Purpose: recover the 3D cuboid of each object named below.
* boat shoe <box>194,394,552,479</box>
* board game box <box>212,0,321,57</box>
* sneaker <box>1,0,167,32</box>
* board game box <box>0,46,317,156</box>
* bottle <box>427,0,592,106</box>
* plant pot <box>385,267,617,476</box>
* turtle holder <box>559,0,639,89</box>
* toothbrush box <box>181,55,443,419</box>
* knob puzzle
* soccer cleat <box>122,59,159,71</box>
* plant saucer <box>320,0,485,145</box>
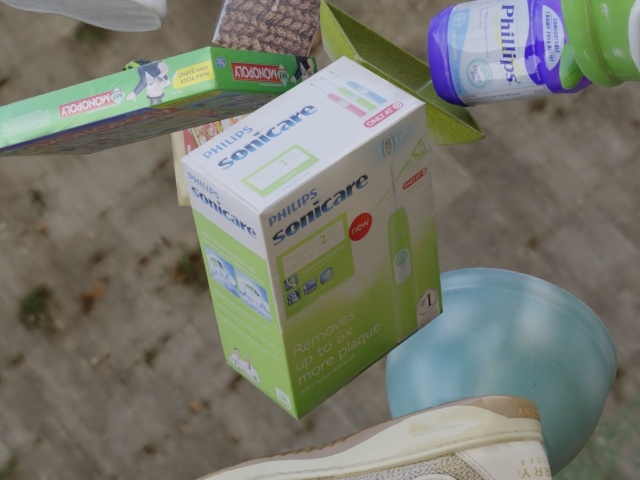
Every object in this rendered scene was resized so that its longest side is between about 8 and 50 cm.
[{"bbox_3d":[0.004,0.206,1.082,0.341,0.110,0.121,-23,-22,29],"label":"boat shoe"},{"bbox_3d":[-0.064,-0.397,2.356,0.291,0.141,0.232,-111,40,-79],"label":"board game box"},{"bbox_3d":[-0.307,-0.387,2.096,0.169,0.292,0.108,-63,-29,-21],"label":"sneaker"},{"bbox_3d":[-0.188,-0.142,1.621,0.317,0.046,0.213,-12,-1,29],"label":"board game box"},{"bbox_3d":[0.249,-0.214,1.651,0.283,0.118,0.092,-3,3,41],"label":"bottle"},{"bbox_3d":[0.206,0.205,1.898,0.293,0.293,0.196,119,175,-47],"label":"plant pot"},{"bbox_3d":[0.313,-0.286,1.336,0.320,0.227,0.243,-67,-35,-41],"label":"turtle holder"},{"bbox_3d":[0.000,0.000,1.487,0.206,0.122,0.283,-34,-43,-26],"label":"toothbrush box"},{"bbox_3d":[-0.138,-0.143,2.368,0.213,0.213,0.030,-49,-11,24],"label":"knob puzzle"},{"bbox_3d":[-0.232,-0.242,2.288,0.072,0.060,0.179,-12,12,-37],"label":"soccer cleat"},{"bbox_3d":[0.081,-0.181,1.743,0.188,0.188,0.045,29,-72,-26],"label":"plant saucer"}]
